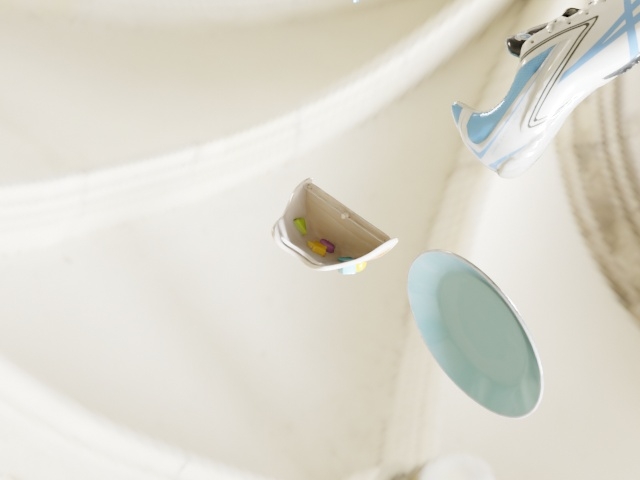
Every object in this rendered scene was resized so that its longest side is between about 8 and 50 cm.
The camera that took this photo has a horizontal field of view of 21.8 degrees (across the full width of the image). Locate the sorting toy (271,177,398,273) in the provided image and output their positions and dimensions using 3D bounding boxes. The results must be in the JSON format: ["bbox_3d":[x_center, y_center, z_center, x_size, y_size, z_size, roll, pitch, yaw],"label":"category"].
[{"bbox_3d":[0.000,0.000,1.197,0.083,0.045,0.075,35,-155,16],"label":"sorting toy"}]

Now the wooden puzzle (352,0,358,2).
[{"bbox_3d":[0.025,-0.268,1.474,0.014,0.116,0.078,-21,-110,-11],"label":"wooden puzzle"}]

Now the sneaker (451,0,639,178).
[{"bbox_3d":[0.199,-0.151,1.270,0.086,0.237,0.085,46,-173,0],"label":"sneaker"}]

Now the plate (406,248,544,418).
[{"bbox_3d":[0.154,0.087,1.601,0.024,0.188,0.188,-32,-112,-25],"label":"plate"}]
